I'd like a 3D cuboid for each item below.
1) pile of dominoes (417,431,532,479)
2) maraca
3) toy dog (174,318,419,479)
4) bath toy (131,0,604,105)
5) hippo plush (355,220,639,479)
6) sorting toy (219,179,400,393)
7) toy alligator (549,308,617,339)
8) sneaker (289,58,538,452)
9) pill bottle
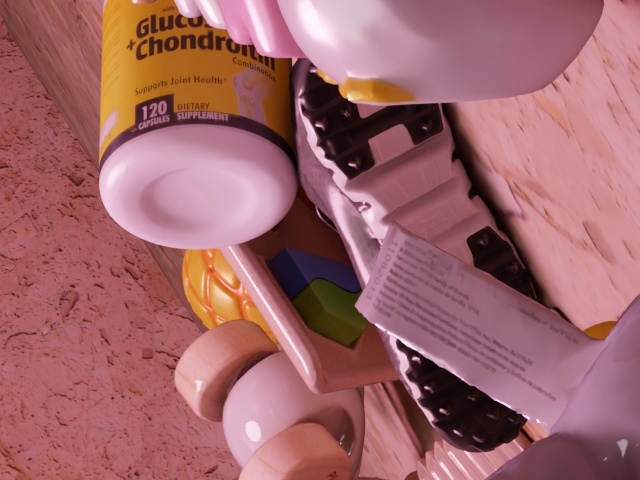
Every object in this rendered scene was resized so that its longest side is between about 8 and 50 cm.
[{"bbox_3d":[0.149,0.198,1.184,0.196,0.040,0.251,58,163,13],"label":"pile of dominoes"},{"bbox_3d":[-0.047,0.027,1.454,0.127,0.099,0.186,54,147,-10],"label":"maraca"},{"bbox_3d":[0.023,0.150,1.425,0.220,0.161,0.334,52,-176,14],"label":"toy dog"},{"bbox_3d":[-0.019,-0.136,0.668,0.348,0.151,0.129,-147,55,-65],"label":"bath toy"},{"bbox_3d":[0.120,0.142,0.432,0.294,0.234,0.236,40,161,55],"label":"hippo plush"},{"bbox_3d":[0.000,0.000,1.067,0.193,0.038,0.208,56,-157,18],"label":"sorting toy"},{"bbox_3d":[0.120,0.070,0.789,0.056,0.051,0.190,62,171,-15],"label":"toy alligator"},{"bbox_3d":[0.045,-0.005,0.902,0.234,0.078,0.106,66,172,-17],"label":"sneaker"},{"bbox_3d":[-0.066,-0.095,0.961,0.103,0.103,0.184,72,-168,-56],"label":"pill bottle"}]
